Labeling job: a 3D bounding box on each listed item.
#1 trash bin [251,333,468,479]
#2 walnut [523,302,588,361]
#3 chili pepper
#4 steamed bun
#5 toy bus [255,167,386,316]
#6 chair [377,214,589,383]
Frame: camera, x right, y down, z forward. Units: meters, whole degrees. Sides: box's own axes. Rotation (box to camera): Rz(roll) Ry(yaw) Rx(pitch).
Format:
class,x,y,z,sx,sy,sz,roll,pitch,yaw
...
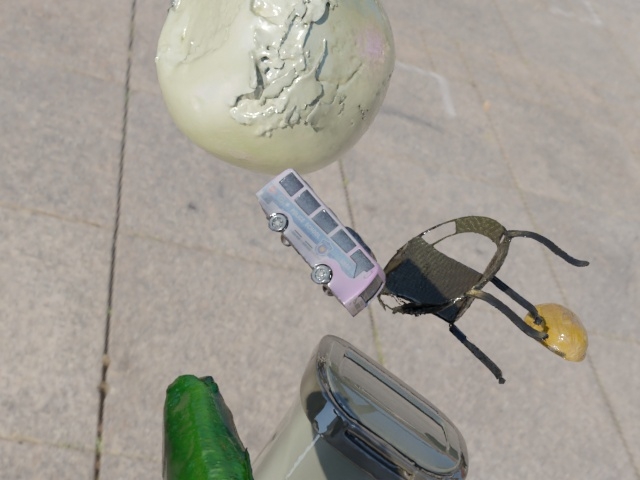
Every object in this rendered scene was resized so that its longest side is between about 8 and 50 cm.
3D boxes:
class,x,y,z,sx,sy,sz,roll,pitch,yaw
trash bin,0.014,0.282,1.158,0.219,0.250,0.219,37,8,0
walnut,0.339,0.120,1.383,0.091,0.052,0.121,22,20,-20
chili pepper,-0.084,0.188,0.689,0.062,0.108,0.216,9,42,-18
steamed bun,-0.029,-0.248,1.285,0.233,0.334,0.312,13,-1,43
toy bus,0.000,0.000,0.791,0.131,0.052,0.037,49,-3,27
chair,0.181,0.051,1.178,0.213,0.149,0.174,31,58,12
